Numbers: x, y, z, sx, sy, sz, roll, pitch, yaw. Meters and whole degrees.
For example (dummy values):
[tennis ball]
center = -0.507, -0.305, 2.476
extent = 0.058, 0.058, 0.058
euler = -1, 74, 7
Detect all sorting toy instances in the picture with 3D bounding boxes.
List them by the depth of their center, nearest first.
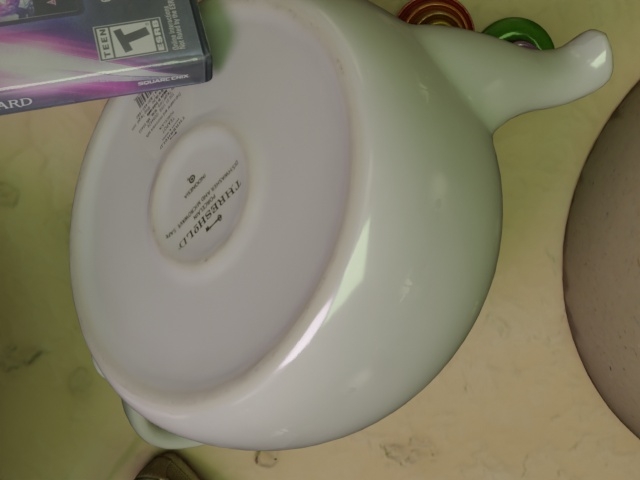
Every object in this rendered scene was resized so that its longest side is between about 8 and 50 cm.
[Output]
[sorting toy]
center = 0.090, -0.104, 0.661
extent = 0.102, 0.042, 0.061
euler = 15, 103, -7

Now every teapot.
[teapot]
center = 0.000, 0.000, 0.612
extent = 0.187, 0.256, 0.252
euler = 17, 79, -47

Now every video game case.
[video game case]
center = -0.207, -0.138, 0.562
extent = 0.274, 0.026, 0.196
euler = -11, 62, -11

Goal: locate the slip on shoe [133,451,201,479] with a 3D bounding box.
[slip on shoe]
center = -0.065, 0.191, 0.726
extent = 0.135, 0.041, 0.051
euler = 43, 133, -7

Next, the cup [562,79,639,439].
[cup]
center = 0.323, 0.034, 0.608
extent = 0.331, 0.237, 0.331
euler = -1, 104, -3
